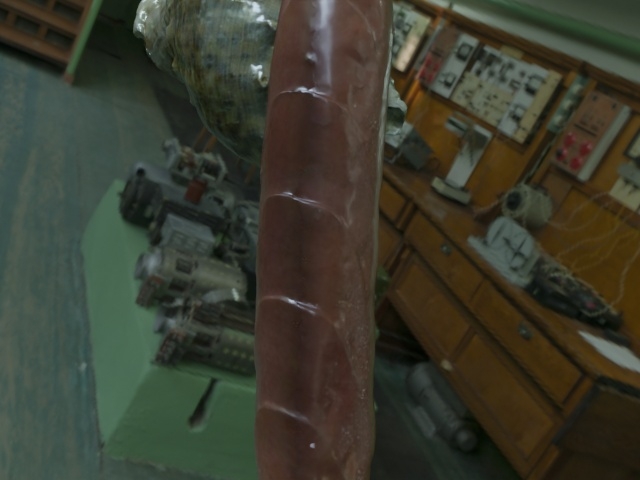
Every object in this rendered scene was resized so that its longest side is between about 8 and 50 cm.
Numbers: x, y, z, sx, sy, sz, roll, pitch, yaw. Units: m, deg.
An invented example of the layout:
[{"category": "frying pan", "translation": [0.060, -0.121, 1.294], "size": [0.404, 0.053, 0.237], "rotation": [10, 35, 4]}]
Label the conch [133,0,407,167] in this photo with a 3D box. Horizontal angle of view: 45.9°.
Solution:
[{"category": "conch", "translation": [-0.055, -0.173, 0.680], "size": [0.291, 0.210, 0.159], "rotation": [20, 27, 9]}]

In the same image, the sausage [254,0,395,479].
[{"category": "sausage", "translation": [0.000, 0.000, 0.486], "size": [0.088, 0.432, 0.088], "rotation": [3, -1, 0]}]
